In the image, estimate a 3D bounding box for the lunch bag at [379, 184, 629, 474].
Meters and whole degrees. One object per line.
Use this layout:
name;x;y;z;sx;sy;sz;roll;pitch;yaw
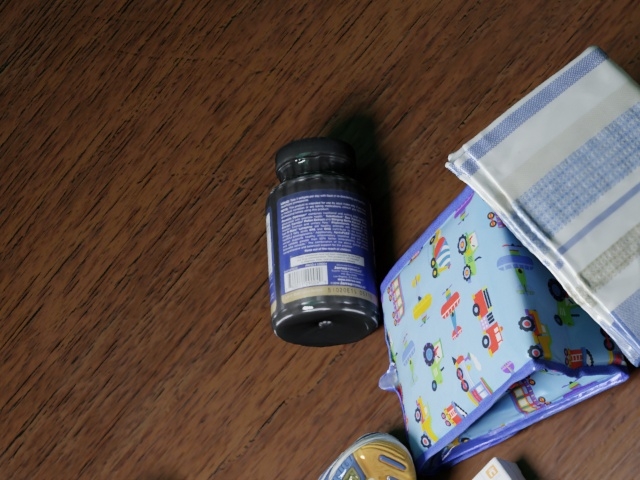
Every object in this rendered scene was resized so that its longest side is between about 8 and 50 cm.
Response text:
lunch bag;0.152;0.098;1.959;0.293;0.138;0.221;-39;54;43

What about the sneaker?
sneaker;0.006;0.335;1.999;0.296;0.112;0.131;-53;4;5

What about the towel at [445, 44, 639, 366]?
towel;0.288;-0.038;1.841;0.209;0.034;0.285;-39;77;-15

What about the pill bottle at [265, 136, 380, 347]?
pill bottle;0.000;0.000;2.124;0.123;0.123;0.219;-19;62;32

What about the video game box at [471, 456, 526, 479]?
video game box;0.167;0.355;1.901;0.205;0.048;0.187;-48;47;14
